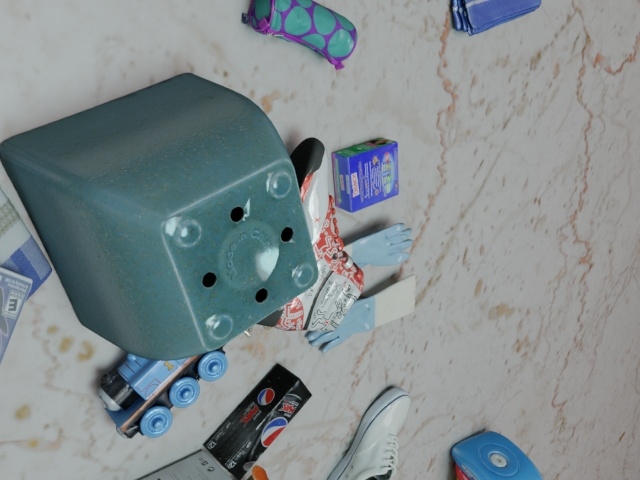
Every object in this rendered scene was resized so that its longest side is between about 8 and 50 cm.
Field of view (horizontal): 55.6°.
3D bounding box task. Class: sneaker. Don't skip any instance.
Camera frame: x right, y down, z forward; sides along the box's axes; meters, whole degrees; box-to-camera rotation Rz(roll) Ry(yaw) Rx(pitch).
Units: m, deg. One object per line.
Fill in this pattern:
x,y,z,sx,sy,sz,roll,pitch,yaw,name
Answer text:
0.108,0.402,1.133,0.094,0.091,0.258,41,78,-42,sneaker
-0.001,0.001,0.866,0.144,0.090,0.270,14,92,-27,sneaker

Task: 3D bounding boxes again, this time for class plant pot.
-0.144,-0.017,0.652,0.247,0.252,0.248,-31,123,-29,plant pot

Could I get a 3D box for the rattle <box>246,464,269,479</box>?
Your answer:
-0.056,0.395,0.950,0.142,0.130,0.200,-10,123,-29,rattle

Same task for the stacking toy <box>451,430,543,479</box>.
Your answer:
0.371,0.617,1.426,0.165,0.175,0.302,-9,125,-33,stacking toy

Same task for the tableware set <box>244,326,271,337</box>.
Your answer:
-0.092,0.091,0.892,0.154,0.024,0.104,-1,106,-41,tableware set

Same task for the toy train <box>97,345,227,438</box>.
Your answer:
-0.204,0.169,0.789,0.184,0.080,0.105,-44,120,-18,toy train

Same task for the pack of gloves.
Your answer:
0.061,0.073,1.022,0.232,0.046,0.195,-20,124,-28,pack of gloves

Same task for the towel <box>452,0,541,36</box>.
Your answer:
0.298,-0.532,1.002,0.243,0.040,0.336,-28,122,-32,towel

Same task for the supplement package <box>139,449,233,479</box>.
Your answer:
-0.233,0.446,0.791,0.292,0.175,0.178,-16,116,-36,supplement package

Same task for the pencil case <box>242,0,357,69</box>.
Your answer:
-0.022,-0.280,0.793,0.151,0.064,0.070,7,84,-42,pencil case

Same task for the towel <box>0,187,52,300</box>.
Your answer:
-0.373,-0.002,0.538,0.285,0.034,0.209,75,32,-42,towel

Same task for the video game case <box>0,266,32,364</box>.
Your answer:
-0.360,0.090,0.524,0.201,0.023,0.184,47,54,-62,video game case

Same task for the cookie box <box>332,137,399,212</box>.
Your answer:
0.073,-0.104,0.955,0.107,0.040,0.092,-22,119,-35,cookie box

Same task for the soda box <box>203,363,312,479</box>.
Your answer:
-0.093,0.276,0.932,0.169,0.060,0.053,-46,133,-19,soda box
